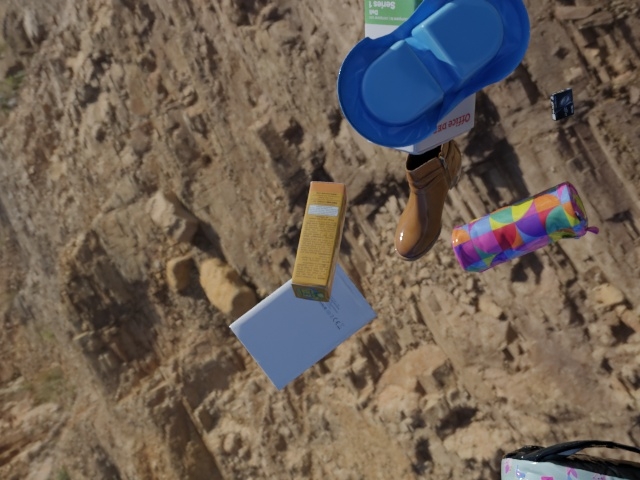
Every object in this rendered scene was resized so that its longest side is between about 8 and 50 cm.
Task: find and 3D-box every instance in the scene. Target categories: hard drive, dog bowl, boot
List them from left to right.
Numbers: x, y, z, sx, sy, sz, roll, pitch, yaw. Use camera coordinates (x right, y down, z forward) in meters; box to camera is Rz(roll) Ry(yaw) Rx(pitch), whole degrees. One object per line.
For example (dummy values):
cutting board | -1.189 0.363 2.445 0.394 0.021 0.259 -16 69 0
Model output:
hard drive | -0.043 0.206 1.618 0.210 0.319 0.040 53 178 -2
boot | 0.229 -0.104 1.386 0.109 0.283 0.220 31 175 25
dog bowl | 0.158 -0.257 0.915 0.166 0.297 0.074 52 -179 -3

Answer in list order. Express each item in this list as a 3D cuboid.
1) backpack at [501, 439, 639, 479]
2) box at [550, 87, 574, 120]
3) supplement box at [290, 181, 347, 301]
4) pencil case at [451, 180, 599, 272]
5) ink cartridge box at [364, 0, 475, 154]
backpack | 0.269 0.264 0.617 0.152 0.182 0.115 107 172 -63
box | 0.734 -0.413 1.902 0.018 0.067 0.083 -130 22 -62
supplement box | 0.000 0.000 1.248 0.078 0.080 0.233 79 -163 -61
pencil case | 0.352 -0.017 1.103 0.236 0.104 0.104 -22 96 30
ink cartridge box | 0.184 -0.318 1.119 0.117 0.201 0.278 20 125 39
